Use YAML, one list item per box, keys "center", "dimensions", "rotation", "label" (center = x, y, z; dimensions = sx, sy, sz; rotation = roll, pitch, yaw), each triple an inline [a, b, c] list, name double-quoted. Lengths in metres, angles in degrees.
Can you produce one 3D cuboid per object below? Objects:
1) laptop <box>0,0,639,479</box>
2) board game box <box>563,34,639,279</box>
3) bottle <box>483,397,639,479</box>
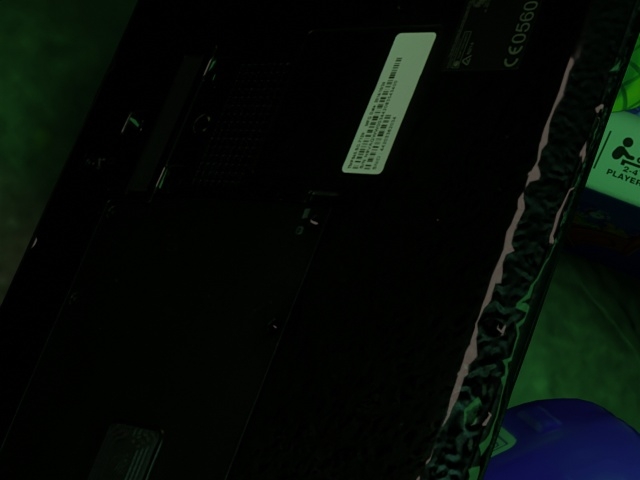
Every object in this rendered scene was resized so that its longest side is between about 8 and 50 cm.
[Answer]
- center: [0.000, 0.000, 0.476]
  dimensions: [0.136, 0.264, 0.234]
  rotation: [35, 69, -40]
  label: "laptop"
- center: [0.243, -0.065, 0.614]
  dimensions: [0.347, 0.078, 0.233]
  rotation: [22, 75, 16]
  label: "board game box"
- center: [-0.015, 0.154, 0.534]
  dimensions: [0.283, 0.092, 0.118]
  rotation: [-26, 105, -9]
  label: "bottle"
